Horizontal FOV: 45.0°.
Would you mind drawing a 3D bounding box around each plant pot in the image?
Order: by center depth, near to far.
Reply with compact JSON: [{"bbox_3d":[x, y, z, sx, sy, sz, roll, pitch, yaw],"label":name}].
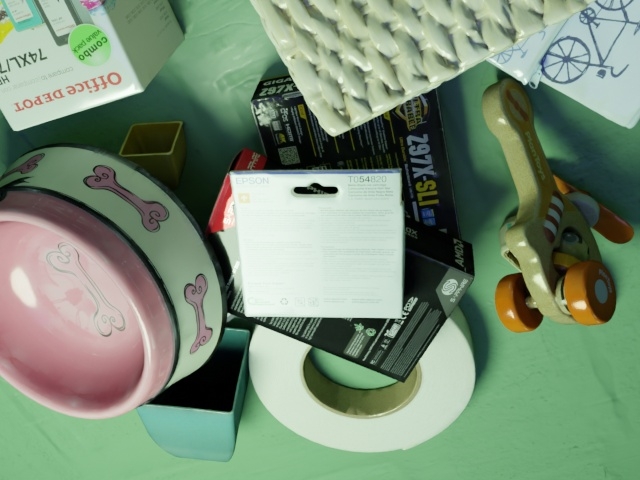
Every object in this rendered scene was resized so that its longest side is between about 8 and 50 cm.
[{"bbox_3d":[-0.243,-0.120,1.155,0.081,0.082,0.083,-2,134,8],"label":"plant pot"},{"bbox_3d":[-0.211,0.286,1.358,0.165,0.166,0.234,5,136,4],"label":"plant pot"}]

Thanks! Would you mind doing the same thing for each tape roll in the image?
[{"bbox_3d":[0.071,0.209,1.330,0.391,0.072,0.392,3,122,5],"label":"tape roll"}]

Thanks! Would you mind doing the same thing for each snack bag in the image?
[{"bbox_3d":[0.338,-0.329,0.952,0.342,0.037,0.323,29,121,-4],"label":"snack bag"}]

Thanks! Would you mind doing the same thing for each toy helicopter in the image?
[{"bbox_3d":[0.319,-0.058,1.074,0.140,0.235,0.355,-15,99,48],"label":"toy helicopter"}]

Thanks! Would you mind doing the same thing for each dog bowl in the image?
[{"bbox_3d":[-0.346,0.077,1.097,0.407,0.150,0.408,10,121,18],"label":"dog bowl"}]

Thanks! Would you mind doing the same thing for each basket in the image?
[{"bbox_3d":[0.087,-0.321,0.829,0.328,0.266,0.331,-25,102,20],"label":"basket"}]

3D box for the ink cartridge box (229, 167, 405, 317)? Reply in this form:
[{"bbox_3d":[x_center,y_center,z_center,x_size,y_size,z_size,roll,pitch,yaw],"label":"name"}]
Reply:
[{"bbox_3d":[0.000,0.000,1.021,0.223,0.045,0.224,1,119,6],"label":"ink cartridge box"}]

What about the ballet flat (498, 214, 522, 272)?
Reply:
[{"bbox_3d":[0.365,0.062,1.192,0.248,0.086,0.086,39,119,-17],"label":"ballet flat"}]

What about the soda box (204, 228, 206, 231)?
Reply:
[{"bbox_3d":[-0.187,0.058,1.253,0.060,0.053,0.169,22,119,-8],"label":"soda box"}]

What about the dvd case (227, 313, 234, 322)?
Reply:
[{"bbox_3d":[-0.234,0.067,1.307,0.221,0.018,0.164,41,118,-18],"label":"dvd case"}]

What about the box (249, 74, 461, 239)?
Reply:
[{"bbox_3d":[0.063,-0.095,1.132,0.256,0.079,0.322,-9,121,11],"label":"box"}]

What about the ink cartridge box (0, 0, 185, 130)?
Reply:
[{"bbox_3d":[-0.332,-0.316,0.966,0.198,0.197,0.270,-14,120,16],"label":"ink cartridge box"}]

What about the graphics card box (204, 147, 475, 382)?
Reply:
[{"bbox_3d":[0.009,0.043,1.128,0.370,0.094,0.233,22,122,-5],"label":"graphics card box"}]
